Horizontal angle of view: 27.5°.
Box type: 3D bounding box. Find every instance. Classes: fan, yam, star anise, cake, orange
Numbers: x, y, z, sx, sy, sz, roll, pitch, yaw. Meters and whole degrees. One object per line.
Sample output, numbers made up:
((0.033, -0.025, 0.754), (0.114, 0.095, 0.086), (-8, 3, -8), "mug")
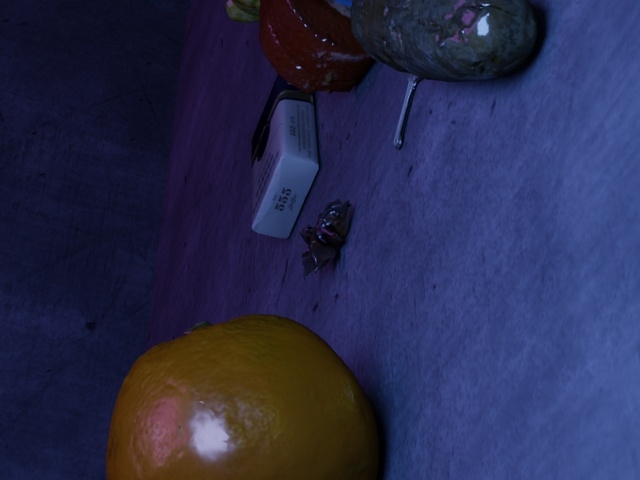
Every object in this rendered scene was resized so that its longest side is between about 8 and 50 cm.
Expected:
((0.125, -0.227, 1.684), (0.152, 0.008, 0.227), (-168, 93, -75), "fan")
((0.138, -0.238, 1.419), (0.330, 0.133, 0.133), (-144, 69, -70), "yam")
((-0.002, -0.003, 1.843), (0.124, 0.056, 0.129), (-66, 16, -7), "star anise")
((0.001, -0.360, 1.943), (0.151, 0.177, 0.283), (129, 150, -59), "cake")
((-0.089, 0.230, 1.454), (0.312, 0.312, 0.312), (-166, 90, -76), "orange")

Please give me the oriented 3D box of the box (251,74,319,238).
((-0.063, -0.146, 2.187), (0.259, 0.071, 0.168), (-96, 25, -51), "box")

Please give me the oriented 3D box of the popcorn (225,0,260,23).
((-0.100, -0.516, 2.389), (0.250, 0.235, 0.242), (-63, -31, -67), "popcorn")

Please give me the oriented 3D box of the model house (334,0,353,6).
((0.056, -0.459, 1.637), (0.303, 0.215, 0.237), (-61, -19, -13), "model house")
